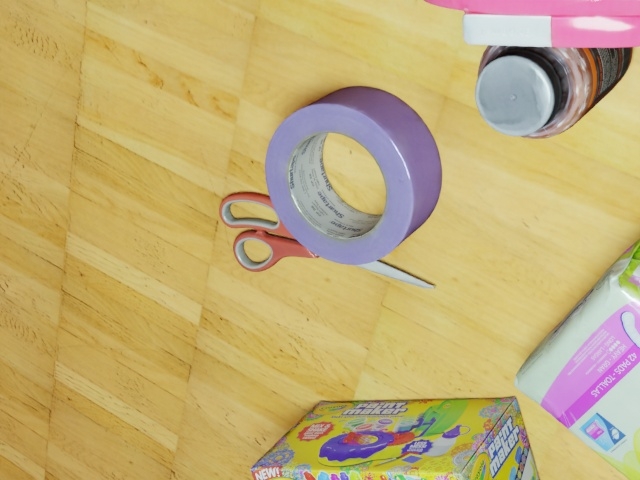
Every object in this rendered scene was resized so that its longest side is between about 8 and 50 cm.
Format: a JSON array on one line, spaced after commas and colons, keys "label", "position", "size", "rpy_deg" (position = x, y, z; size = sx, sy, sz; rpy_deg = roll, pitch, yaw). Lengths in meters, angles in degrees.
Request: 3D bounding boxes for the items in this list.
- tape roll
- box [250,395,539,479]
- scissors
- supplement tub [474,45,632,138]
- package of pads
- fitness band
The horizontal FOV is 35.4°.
[{"label": "tape roll", "position": [0.037, -0.073, 1.132], "size": [0.189, 0.080, 0.189], "rpy_deg": [14, 120, 27]}, {"label": "box", "position": [0.113, 0.355, 1.226], "size": [0.290, 0.177, 0.279], "rpy_deg": [-8, 106, 35]}, {"label": "scissors", "position": [0.000, 0.000, 1.227], "size": [0.297, 0.021, 0.109], "rpy_deg": [6, 113, 32]}, {"label": "supplement tub", "position": [0.209, -0.155, 0.907], "size": [0.106, 0.198, 0.106], "rpy_deg": [13, 118, 26]}, {"label": "package of pads", "position": [0.371, 0.158, 0.991], "size": [0.296, 0.101, 0.229], "rpy_deg": [39, 140, 10]}, {"label": "fitness band", "position": [0.224, -0.226, 0.853], "size": [0.290, 0.209, 0.054], "rpy_deg": [7, 125, 25]}]
